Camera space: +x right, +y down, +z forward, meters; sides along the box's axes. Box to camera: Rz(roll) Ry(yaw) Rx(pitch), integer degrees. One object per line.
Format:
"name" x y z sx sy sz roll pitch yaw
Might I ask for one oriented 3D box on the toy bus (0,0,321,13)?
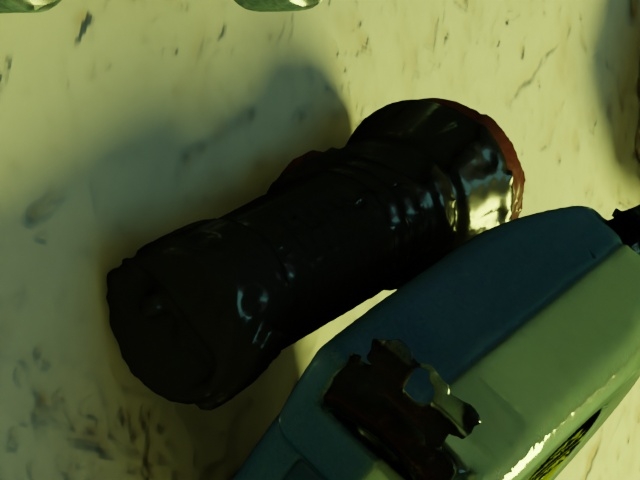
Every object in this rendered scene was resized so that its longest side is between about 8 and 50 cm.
"toy bus" -0.023 -0.169 0.646 0.275 0.139 0.167 -18 108 -58

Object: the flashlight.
"flashlight" 0.000 0.000 0.773 0.232 0.093 0.093 -25 116 -53

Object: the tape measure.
"tape measure" 0.086 0.057 0.801 0.351 0.098 0.215 -29 158 -48
